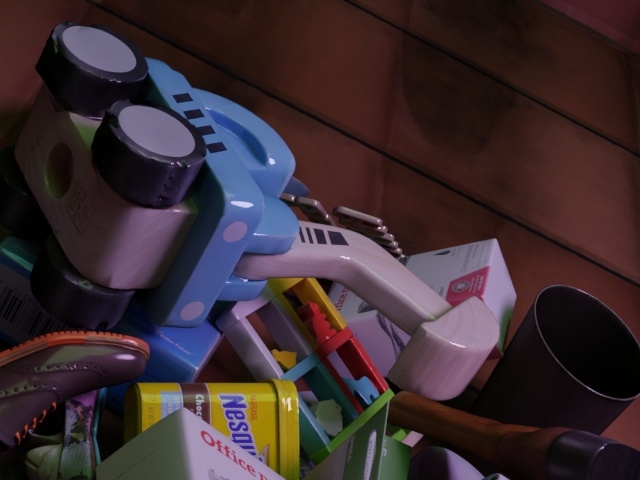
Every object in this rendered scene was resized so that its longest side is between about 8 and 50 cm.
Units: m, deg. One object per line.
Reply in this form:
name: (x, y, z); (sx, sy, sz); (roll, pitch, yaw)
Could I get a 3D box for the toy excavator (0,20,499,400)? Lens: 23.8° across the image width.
toy excavator: (-0.069, -0.014, 1.599); (0.445, 0.222, 0.433); (2, 39, -39)

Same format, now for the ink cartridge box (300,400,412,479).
ink cartridge box: (0.037, 0.258, 1.510); (0.062, 0.209, 0.109); (25, 49, -15)

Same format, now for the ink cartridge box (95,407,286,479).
ink cartridge box: (-0.086, 0.318, 1.357); (0.207, 0.117, 0.283); (41, 21, -36)

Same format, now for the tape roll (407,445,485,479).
tape roll: (0.147, 0.327, 1.596); (0.219, 0.072, 0.219); (43, 21, -21)

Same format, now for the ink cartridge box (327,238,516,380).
ink cartridge box: (0.116, 0.087, 1.855); (0.158, 0.217, 0.092); (-65, 137, -61)

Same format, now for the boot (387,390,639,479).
boot: (0.234, 0.238, 1.507); (0.264, 0.096, 0.280); (22, -9, -38)

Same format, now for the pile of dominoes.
pile of dominoes: (0.000, 0.000, 1.897); (0.196, 0.040, 0.251); (12, -12, 16)

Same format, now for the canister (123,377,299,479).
canister: (-0.113, 0.205, 1.553); (0.170, 0.073, 0.126); (2, 81, -22)

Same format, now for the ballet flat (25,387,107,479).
ballet flat: (-0.252, 0.204, 1.505); (0.079, 0.077, 0.221); (3, 31, -10)

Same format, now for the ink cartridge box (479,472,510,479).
ink cartridge box: (0.252, 0.433, 1.407); (0.395, 0.151, 0.270); (30, 50, -21)

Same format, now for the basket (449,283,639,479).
basket: (0.263, 0.197, 1.809); (0.154, 0.227, 0.204); (25, 31, -11)

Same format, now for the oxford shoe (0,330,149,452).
oxford shoe: (-0.292, 0.157, 1.474); (0.271, 0.097, 0.098); (-12, 65, -18)

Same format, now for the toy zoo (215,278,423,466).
toy zoo: (-0.010, 0.140, 1.710); (0.293, 0.030, 0.192); (56, 28, 2)

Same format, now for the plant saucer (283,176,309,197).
plant saucer: (-0.166, -0.108, 1.929); (0.317, 0.044, 0.317); (23, -6, 2)

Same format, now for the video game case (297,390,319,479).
video game case: (-0.034, 0.243, 1.680); (0.173, 0.022, 0.190); (2, 41, -40)

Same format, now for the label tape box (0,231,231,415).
label tape box: (-0.212, 0.038, 1.741); (0.249, 0.115, 0.348); (32, 27, 0)
